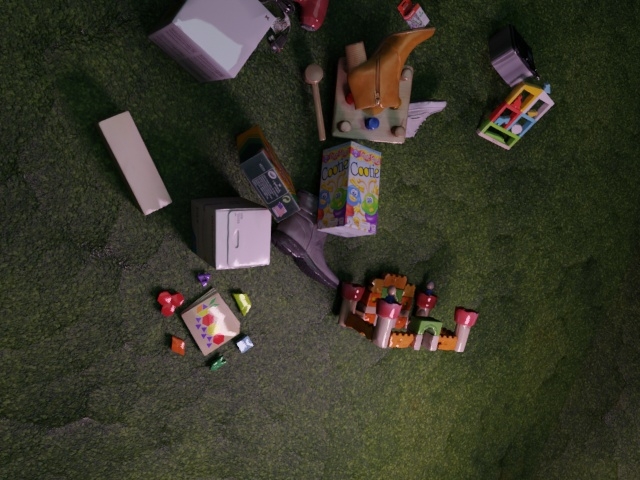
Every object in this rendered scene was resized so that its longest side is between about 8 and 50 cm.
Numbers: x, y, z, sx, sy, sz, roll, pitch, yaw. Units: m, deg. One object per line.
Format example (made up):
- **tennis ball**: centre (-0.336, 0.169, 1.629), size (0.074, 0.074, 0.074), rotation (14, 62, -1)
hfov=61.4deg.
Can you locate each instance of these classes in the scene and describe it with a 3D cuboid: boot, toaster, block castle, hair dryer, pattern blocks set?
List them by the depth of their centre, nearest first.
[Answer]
- **hair dryer**: centre (-0.063, -0.724, 1.605), size (0.293, 0.080, 0.224), rotation (-42, 135, -18)
- **boot**: centre (0.224, -0.523, 1.651), size (0.294, 0.104, 0.211), rotation (-16, 109, -1)
- **pattern blocks set**: centre (-0.354, 0.258, 1.724), size (0.285, 0.026, 0.325), rotation (-24, 113, -23)
- **boot**: centre (0.000, 0.000, 1.823), size (0.338, 0.118, 0.223), rotation (47, 69, -36)
- **boot**: centre (0.334, -0.436, 1.930), size (0.258, 0.095, 0.124), rotation (-11, 113, -19)
- **block castle**: centre (0.313, 0.248, 1.946), size (0.452, 0.303, 0.213), rotation (10, 96, -32)
- **toaster**: centre (0.733, -0.693, 2.045), size (0.168, 0.110, 0.186), rotation (32, 48, -31)

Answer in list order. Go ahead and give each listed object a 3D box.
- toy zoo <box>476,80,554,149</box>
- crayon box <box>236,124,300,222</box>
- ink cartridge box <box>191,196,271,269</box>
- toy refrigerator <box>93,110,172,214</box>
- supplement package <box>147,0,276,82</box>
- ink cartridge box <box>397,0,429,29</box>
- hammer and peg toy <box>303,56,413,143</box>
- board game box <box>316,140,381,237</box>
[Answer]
- **toy zoo**: centre (0.772, -0.497, 2.095), size (0.192, 0.030, 0.293), rotation (15, 130, -32)
- **crayon box**: centre (-0.157, -0.209, 1.556), size (0.081, 0.319, 0.202), rotation (-30, 118, 5)
- **ink cartridge box**: centre (-0.267, -0.028, 1.585), size (0.168, 0.232, 0.172), rotation (-5, 105, -29)
- **toy refrigerator**: centre (-0.510, -0.215, 1.478), size (0.094, 0.102, 0.270), rotation (-30, 114, -21)
- **supplement package**: centre (-0.294, -0.564, 1.424), size (0.198, 0.262, 0.199), rotation (38, 81, -31)
- **ink cartridge box**: centre (0.322, -0.783, 1.865), size (0.115, 0.029, 0.063), rotation (43, 79, -31)
- **hammer and peg toy**: centre (0.115, -0.452, 1.757), size (0.360, 0.127, 0.266), rotation (3, 101, -10)
- **board game box**: centre (0.095, -0.162, 1.762), size (0.144, 0.142, 0.276), rotation (12, 77, -38)
